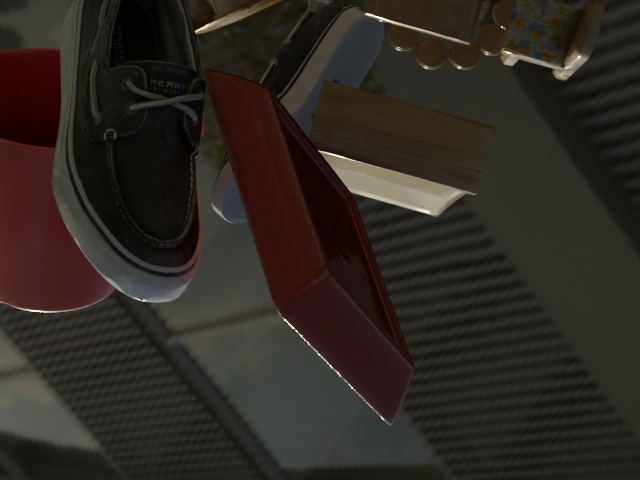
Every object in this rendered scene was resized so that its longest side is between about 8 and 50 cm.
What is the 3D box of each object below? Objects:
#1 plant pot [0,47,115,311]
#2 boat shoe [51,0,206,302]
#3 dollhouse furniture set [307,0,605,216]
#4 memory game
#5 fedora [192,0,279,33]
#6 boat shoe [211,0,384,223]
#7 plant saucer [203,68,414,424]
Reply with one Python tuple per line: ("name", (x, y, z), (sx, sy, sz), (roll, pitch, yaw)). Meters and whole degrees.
("plant pot", (-0.322, -0.066, 1.887), (0.275, 0.243, 0.275), (7, -150, -4))
("boat shoe", (-0.155, -0.111, 1.315), (0.119, 0.121, 0.335), (-49, -135, 41))
("dollhouse furniture set", (0.110, -0.245, 1.623), (0.256, 0.362, 0.394), (126, -21, -85))
("memory game", (0.143, -0.279, 1.783), (0.186, 0.186, 0.012), (-43, 176, -17))
("fedora", (-0.060, -0.260, 1.464), (0.194, 0.079, 0.194), (-25, -167, 6))
("boat shoe", (-0.050, -0.164, 1.906), (0.105, 0.113, 0.306), (31, -92, 35))
("plant saucer", (0.000, 0.000, 1.369), (0.047, 0.258, 0.259), (-25, -125, 11))
